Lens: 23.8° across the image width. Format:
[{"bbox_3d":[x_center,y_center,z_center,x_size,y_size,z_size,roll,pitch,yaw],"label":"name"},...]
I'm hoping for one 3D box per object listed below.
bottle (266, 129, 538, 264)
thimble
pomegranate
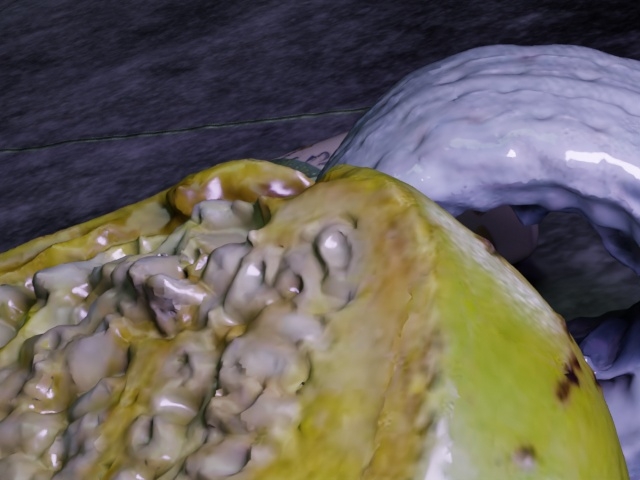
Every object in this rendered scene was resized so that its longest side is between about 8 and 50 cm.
[{"bbox_3d":[0.000,0.000,0.943,0.253,0.120,0.120,-22,24,-7],"label":"bottle"},{"bbox_3d":[0.096,0.012,0.739,0.250,0.205,0.172,-14,22,21],"label":"thimble"},{"bbox_3d":[-0.038,0.150,0.558,0.310,0.216,0.358,-1,58,33],"label":"pomegranate"}]
